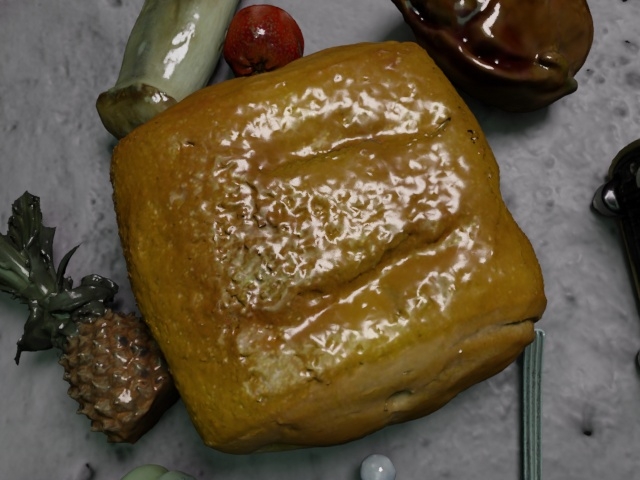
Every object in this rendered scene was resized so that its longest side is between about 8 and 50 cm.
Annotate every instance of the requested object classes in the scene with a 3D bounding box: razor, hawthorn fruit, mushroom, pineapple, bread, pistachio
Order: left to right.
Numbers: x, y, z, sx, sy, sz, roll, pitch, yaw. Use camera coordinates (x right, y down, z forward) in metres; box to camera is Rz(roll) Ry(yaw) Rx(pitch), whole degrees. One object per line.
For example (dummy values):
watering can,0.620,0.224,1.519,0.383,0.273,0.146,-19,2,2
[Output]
pineapple,-0.249,0.067,0.517,0.277,0.130,0.119,38,46,11
mushroom,-0.142,-0.252,0.578,0.107,0.087,0.333,12,76,21
hawthorn fruit,-0.060,-0.209,0.564,0.093,0.093,0.093,-1,80,7
bread,0.001,-0.002,0.450,0.328,0.148,0.337,-17,77,-12
pistachio,0.159,-0.207,0.502,0.210,0.165,0.130,29,127,1
razor,0.196,0.178,0.486,0.068,0.037,0.191,1,78,12

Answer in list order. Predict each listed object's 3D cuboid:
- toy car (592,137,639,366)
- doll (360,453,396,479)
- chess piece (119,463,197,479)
toy car,0.344,0.030,0.461,0.124,0.101,0.257,-9,81,1
doll,0.023,0.304,0.442,0.257,0.161,0.215,-9,65,-11
chess piece,-0.266,0.276,0.458,0.298,0.176,0.176,3,81,8
